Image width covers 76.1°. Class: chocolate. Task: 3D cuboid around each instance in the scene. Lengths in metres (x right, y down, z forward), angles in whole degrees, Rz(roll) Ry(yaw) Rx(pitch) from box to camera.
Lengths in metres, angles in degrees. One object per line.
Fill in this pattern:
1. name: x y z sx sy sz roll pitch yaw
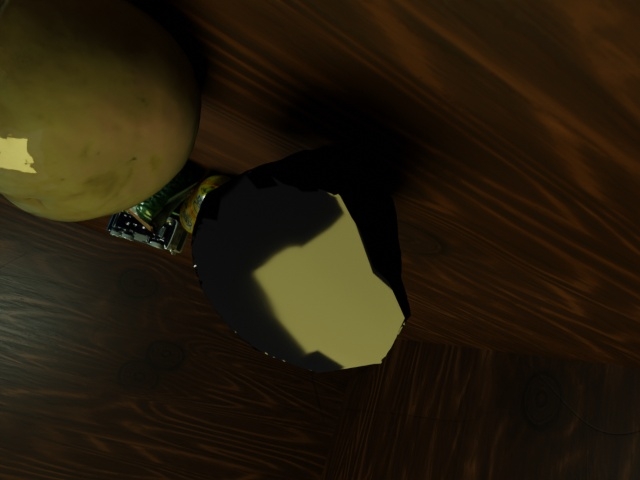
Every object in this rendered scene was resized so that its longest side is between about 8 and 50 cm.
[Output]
1. chocolate: 0.000 0.000 0.763 0.383 0.331 0.384 13 123 21

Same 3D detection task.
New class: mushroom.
1. mushroom: -0.369 -0.183 0.594 0.353 0.325 0.353 15 -171 -2

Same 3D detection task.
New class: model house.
1. model house: -0.500 -0.174 1.091 0.291 0.184 0.253 38 165 -14

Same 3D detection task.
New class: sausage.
1. sausage: -0.310 -0.093 1.139 0.123 0.123 0.347 26 157 -23

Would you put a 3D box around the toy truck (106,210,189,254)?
1. toy truck: -0.732 -0.050 1.726 0.367 0.146 0.175 15 171 20

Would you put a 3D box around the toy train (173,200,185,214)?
1. toy train: -0.552 -0.132 1.404 0.170 0.071 0.111 10 168 28
